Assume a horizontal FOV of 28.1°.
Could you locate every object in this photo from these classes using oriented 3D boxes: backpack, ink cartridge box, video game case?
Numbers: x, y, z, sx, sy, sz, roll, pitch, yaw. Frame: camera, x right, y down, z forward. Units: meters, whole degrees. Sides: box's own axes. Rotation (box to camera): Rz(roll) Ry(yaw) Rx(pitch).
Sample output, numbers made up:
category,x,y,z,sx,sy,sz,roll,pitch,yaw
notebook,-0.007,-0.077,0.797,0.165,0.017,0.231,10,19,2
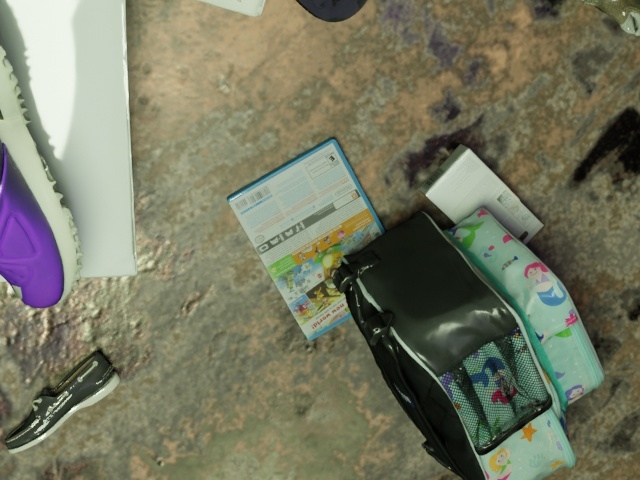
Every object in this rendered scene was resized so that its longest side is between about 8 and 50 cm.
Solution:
category,x,y,z,sx,sy,sz,roll,pitch,yaw
backpack,0.146,0.110,1.189,0.191,0.225,0.253,-26,121,-6
ink cartridge box,0.159,-0.033,1.258,0.115,0.029,0.063,42,92,-19
video game case,0.000,0.000,1.241,0.119,0.015,0.166,-30,107,-3

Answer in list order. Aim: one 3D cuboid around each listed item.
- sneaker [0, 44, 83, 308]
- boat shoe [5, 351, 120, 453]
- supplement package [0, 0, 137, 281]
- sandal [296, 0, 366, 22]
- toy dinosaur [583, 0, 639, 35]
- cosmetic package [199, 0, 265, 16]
category,x,y,z,sx,sy,sz,roll,pitch,yaw
sneaker,-0.275,-0.044,0.924,0.146,0.102,0.293,-28,139,-17
boat shoe,-0.251,0.154,1.213,0.125,0.046,0.038,-35,108,-4
supplement package,-0.266,-0.106,1.094,0.204,0.145,0.261,-3,104,-11
sandal,-0.056,-0.291,1.136,0.255,0.054,0.097,31,96,-17
toy dinosaur,0.204,-0.323,1.167,0.160,0.121,0.313,-24,103,-17
cosmetic package,-0.186,-0.306,0.830,0.366,0.197,0.155,15,138,-9
